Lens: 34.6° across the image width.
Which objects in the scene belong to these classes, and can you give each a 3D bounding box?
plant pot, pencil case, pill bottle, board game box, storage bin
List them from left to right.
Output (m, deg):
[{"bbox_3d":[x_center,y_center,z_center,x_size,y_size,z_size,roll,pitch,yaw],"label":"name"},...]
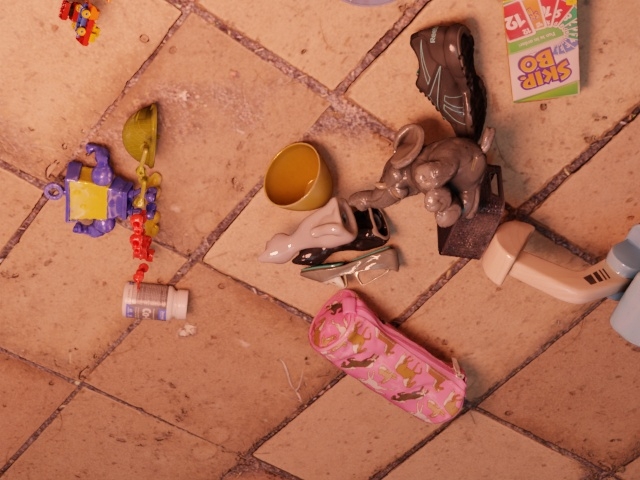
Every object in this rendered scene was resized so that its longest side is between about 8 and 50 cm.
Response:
[{"bbox_3d":[-0.356,0.133,2.220,0.137,0.078,0.078,6,130,-5],"label":"pill bottle"},{"bbox_3d":[-0.029,-0.109,1.993,0.134,0.134,0.095,-31,143,23],"label":"plant pot"},{"bbox_3d":[0.153,0.262,2.283,0.386,0.160,0.167,34,94,-25],"label":"pencil case"},{"bbox_3d":[0.291,-0.058,2.011,0.084,0.122,0.180,7,143,-6],"label":"storage bin"},{"bbox_3d":[0.394,-0.337,1.824,0.124,0.039,0.259,-6,142,11],"label":"board game box"}]

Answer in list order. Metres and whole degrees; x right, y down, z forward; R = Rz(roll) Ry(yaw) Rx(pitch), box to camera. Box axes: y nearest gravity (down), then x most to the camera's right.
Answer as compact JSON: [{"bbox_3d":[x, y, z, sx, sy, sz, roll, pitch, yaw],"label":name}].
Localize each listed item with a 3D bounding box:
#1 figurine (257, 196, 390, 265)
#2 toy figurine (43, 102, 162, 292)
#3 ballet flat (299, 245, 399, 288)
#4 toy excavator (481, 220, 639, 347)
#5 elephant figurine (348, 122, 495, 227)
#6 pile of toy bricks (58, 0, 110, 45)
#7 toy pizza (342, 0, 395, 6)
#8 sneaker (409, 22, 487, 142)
[{"bbox_3d":[0.000,0.000,2.052,0.209,0.092,0.215,-26,164,28],"label":"figurine"},{"bbox_3d":[-0.427,-0.091,1.964,0.217,0.191,0.362,9,129,-1],"label":"toy figurine"},{"bbox_3d":[0.063,0.067,2.163,0.213,0.072,0.068,-15,90,9],"label":"ballet flat"},{"bbox_3d":[0.600,0.083,2.030,0.445,0.433,0.222,-18,143,-38],"label":"toy excavator"},{"bbox_3d":[0.181,-0.131,1.900,0.186,0.239,0.169,-20,118,-28],"label":"elephant figurine"},{"bbox_3d":[-0.355,-0.437,1.730,0.105,0.118,0.212,2,119,-40],"label":"pile of toy bricks"},{"bbox_3d":[0.086,-0.486,1.719,0.201,0.032,0.201,-3,130,-3],"label":"toy pizza"},{"bbox_3d":[0.237,-0.282,1.874,0.106,0.101,0.267,4,136,26],"label":"sneaker"}]
